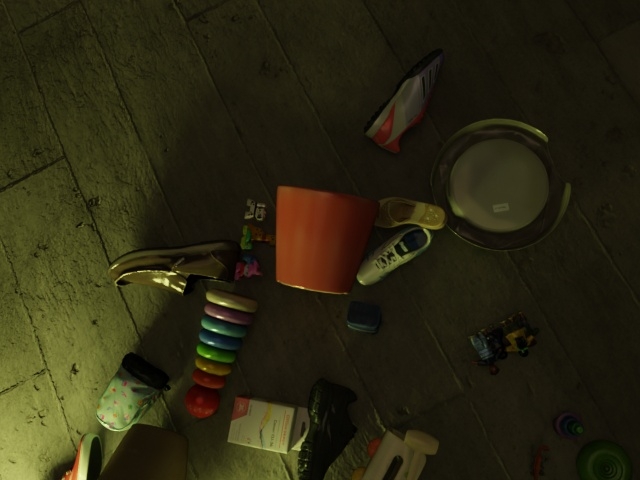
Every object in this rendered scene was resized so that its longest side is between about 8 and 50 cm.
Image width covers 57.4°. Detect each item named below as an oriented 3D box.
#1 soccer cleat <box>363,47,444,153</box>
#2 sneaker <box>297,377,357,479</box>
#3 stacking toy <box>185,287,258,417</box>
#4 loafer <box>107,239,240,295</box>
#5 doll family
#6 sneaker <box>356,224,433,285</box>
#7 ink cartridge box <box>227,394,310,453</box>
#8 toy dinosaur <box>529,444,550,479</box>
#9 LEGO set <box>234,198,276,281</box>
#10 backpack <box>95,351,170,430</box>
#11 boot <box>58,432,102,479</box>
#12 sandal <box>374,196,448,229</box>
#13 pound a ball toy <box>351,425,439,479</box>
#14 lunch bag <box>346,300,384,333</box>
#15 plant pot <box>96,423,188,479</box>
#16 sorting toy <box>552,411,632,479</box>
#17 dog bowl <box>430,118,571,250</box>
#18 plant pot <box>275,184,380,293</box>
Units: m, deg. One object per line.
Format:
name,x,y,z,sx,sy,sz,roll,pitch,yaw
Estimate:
soccer cleat,0.254,-0.386,1.613,0.116,0.108,0.318,39,84,-8
sneaker,0.023,0.496,1.453,0.130,0.109,0.287,15,79,-14
stacking toy,-0.270,0.299,1.522,0.141,0.141,0.331,15,85,9
loafer,-0.393,0.085,1.571,0.365,0.134,0.130,-9,78,5
doll family,0.463,0.261,1.469,0.192,0.076,0.111,-26,81,6
sneaker,0.192,0.033,1.537,0.237,0.086,0.085,-36,79,0
ink cartridge box,-0.126,0.472,1.498,0.198,0.067,0.116,8,80,8
toy dinosaur,0.530,0.536,1.405,0.047,0.090,0.082,5,124,18
LEGO set,-0.163,0.010,1.587,0.093,0.087,0.227,5,73,5
backpack,-0.504,0.405,1.533,0.151,0.115,0.182,32,87,9
boot,-0.672,0.623,1.528,0.176,0.088,0.245,4,83,9
sandal,0.205,-0.080,1.509,0.239,0.079,0.088,8,77,36
pound a ball toy,0.143,0.569,1.375,0.135,0.208,0.319,28,84,11
lunch bag,0.117,0.203,1.523,0.098,0.065,0.067,12,65,10
plant pot,-0.435,0.584,1.441,0.262,0.263,0.229,9,63,8
sorting toy,0.695,0.557,1.354,0.127,0.126,0.366,-39,78,-1
dog bowl,0.460,-0.136,1.529,0.348,0.102,0.349,-1,79,7
plant pot,0.000,0.000,1.487,0.274,0.275,0.243,11,91,9
